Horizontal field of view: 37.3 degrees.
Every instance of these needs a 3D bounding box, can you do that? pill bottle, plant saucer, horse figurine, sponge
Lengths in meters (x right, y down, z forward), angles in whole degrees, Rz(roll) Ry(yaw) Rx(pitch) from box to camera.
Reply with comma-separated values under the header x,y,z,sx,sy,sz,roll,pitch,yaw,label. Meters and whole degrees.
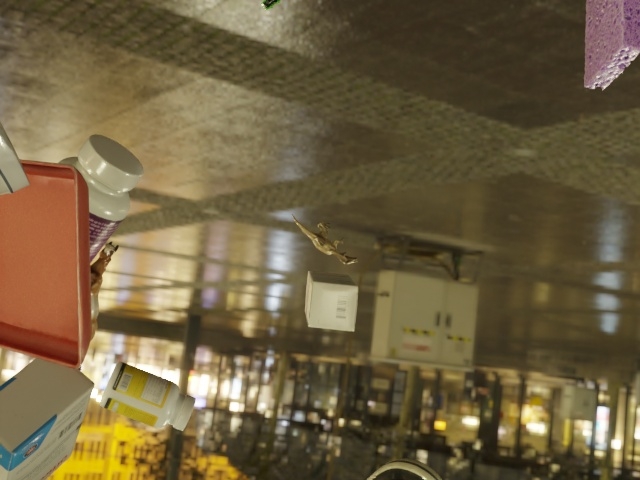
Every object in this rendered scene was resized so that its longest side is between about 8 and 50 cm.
x,y,z,sx,sy,sz,roll,pitch,yaw,label
-0.362,0.333,1.999,0.184,0.103,0.103,24,168,-9,pill bottle
-0.388,0.019,1.250,0.259,0.258,0.048,8,-168,36,plant saucer
-0.438,0.128,1.748,0.066,0.263,0.174,9,179,-3,horse figurine
-0.483,-0.056,1.872,0.169,0.301,0.169,36,-162,-14,pill bottle
0.385,-0.318,1.251,0.031,0.210,0.117,8,163,-6,sponge

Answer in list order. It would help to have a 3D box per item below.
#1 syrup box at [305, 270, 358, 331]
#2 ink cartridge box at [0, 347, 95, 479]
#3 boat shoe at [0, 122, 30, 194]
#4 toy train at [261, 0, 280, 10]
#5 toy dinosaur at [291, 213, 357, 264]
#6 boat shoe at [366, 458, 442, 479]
x,y,z,sx,sy,sz,roll,pitch,yaw,label
0.020,0.123,1.973,0.096,0.093,0.237,6,-177,-2,syrup box
-0.396,0.261,1.268,0.086,0.148,0.203,38,135,9,ink cartridge box
-0.386,-0.110,1.025,0.084,0.095,0.258,-26,157,-12,boat shoe
-0.048,-0.345,1.311,0.017,0.083,0.024,54,166,-12,toy train
0.000,0.000,2.091,0.183,0.053,0.092,37,158,5,toy dinosaur
0.064,0.588,1.571,0.187,0.500,0.156,31,-164,13,boat shoe
